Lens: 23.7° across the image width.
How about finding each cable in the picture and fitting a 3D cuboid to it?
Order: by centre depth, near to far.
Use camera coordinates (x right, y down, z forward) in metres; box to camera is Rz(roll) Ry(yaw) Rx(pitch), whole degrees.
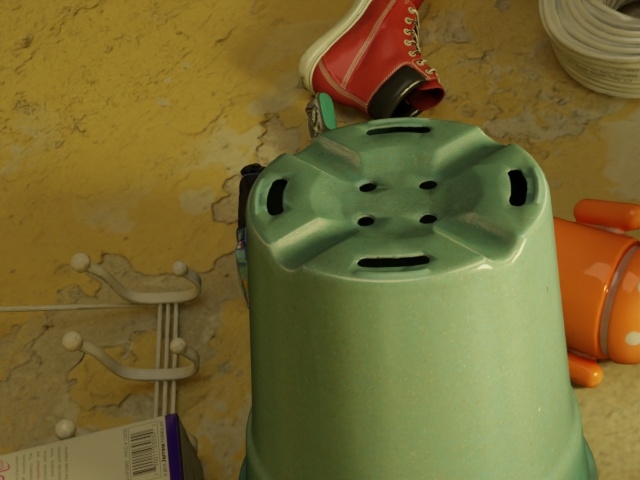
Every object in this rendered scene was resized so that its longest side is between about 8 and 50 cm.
[{"bbox_3d":[0.387,-0.277,1.795,0.257,0.089,0.257,-17,49,2],"label":"cable"}]

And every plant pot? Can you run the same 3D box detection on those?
[{"bbox_3d":[0.077,0.095,1.342,0.341,0.334,0.341,-4,35,3],"label":"plant pot"}]

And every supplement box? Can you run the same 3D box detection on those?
[{"bbox_3d":[-0.228,0.265,1.484,0.220,0.114,0.111,-13,49,3],"label":"supplement box"}]

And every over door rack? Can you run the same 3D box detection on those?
[{"bbox_3d":[-0.291,0.140,1.613,0.324,0.108,0.239,-9,48,8],"label":"over door rack"}]

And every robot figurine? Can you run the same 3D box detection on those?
[{"bbox_3d":[0.268,0.047,1.520,0.219,0.128,0.158,17,56,27],"label":"robot figurine"}]

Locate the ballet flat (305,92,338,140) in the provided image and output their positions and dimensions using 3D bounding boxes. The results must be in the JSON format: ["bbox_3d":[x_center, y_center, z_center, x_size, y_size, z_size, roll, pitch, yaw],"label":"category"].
[{"bbox_3d":[0.005,-0.120,1.800,0.041,0.041,0.114,-15,61,3],"label":"ballet flat"}]

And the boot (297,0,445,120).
[{"bbox_3d":[0.112,-0.244,1.847,0.176,0.088,0.244,28,70,33],"label":"boot"}]

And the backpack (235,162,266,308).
[{"bbox_3d":[0.000,0.000,1.628,0.173,0.158,0.117,0,58,1],"label":"backpack"}]
